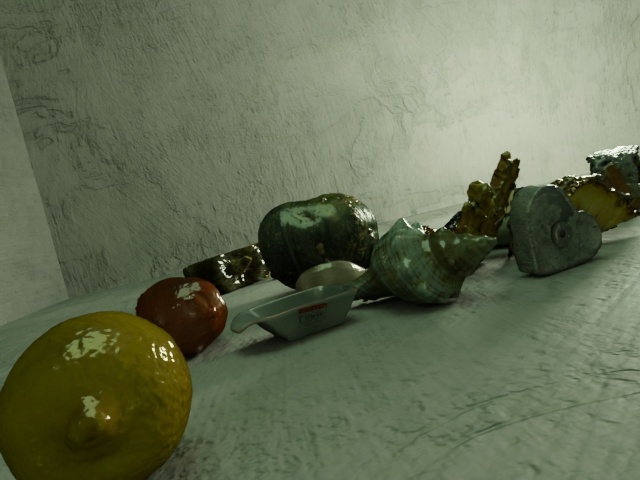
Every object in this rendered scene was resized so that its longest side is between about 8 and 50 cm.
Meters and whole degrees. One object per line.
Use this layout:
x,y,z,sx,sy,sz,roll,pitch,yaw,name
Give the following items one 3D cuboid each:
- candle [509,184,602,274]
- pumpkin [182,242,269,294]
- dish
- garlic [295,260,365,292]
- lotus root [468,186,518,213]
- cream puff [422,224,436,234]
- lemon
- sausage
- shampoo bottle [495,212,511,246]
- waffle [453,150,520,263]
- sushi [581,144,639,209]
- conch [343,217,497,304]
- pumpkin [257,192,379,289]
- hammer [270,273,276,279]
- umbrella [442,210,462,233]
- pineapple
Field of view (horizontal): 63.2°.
0.439,-0.008,1.001,0.168,0.192,0.068,-59,15,-8,candle
-0.322,0.105,1.862,0.317,0.139,0.221,-16,2,-41,pumpkin
-0.052,0.146,0.990,0.234,0.064,0.154,-15,4,-24,dish
0.039,0.094,1.277,0.198,0.090,0.128,-19,-7,-12,garlic
0.643,-0.130,1.909,0.119,0.138,0.235,-2,10,42,lotus root
0.287,0.009,1.479,0.133,0.104,0.119,-14,11,7,cream puff
-0.225,0.166,0.535,0.186,0.187,0.244,-15,0,-23,lemon
-0.286,0.151,1.059,0.141,0.153,0.268,-42,17,-26,sausage
0.514,-0.033,1.371,0.234,0.087,0.118,-8,13,47,shampoo bottle
0.374,-0.050,1.173,0.069,0.260,0.293,24,39,27,waffle
0.852,-0.174,1.491,0.139,0.184,0.274,-12,6,38,sushi
0.170,0.043,1.025,0.203,0.170,0.386,16,-14,-39,conch
0.000,0.000,1.435,0.327,0.257,0.291,-20,-9,6,pumpkin
-0.037,0.094,1.877,0.292,0.029,0.058,-13,6,-14,hammer
0.313,0.012,1.283,0.090,0.094,0.326,-28,7,47,umbrella
0.537,-0.082,1.193,0.334,0.158,0.161,-24,34,3,pineapple
